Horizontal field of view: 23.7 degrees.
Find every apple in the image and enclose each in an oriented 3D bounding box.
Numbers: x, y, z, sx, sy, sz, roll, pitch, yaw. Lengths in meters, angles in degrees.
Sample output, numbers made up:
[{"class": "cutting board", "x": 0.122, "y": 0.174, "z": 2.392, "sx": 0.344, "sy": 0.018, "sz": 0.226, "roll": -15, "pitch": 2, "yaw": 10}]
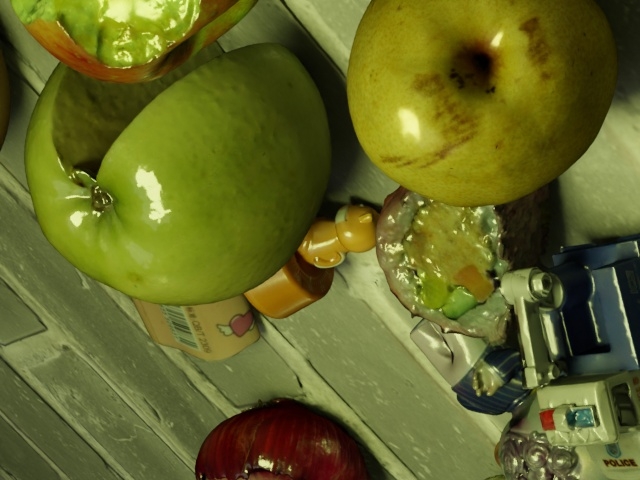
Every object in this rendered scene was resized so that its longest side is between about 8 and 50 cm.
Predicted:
[{"class": "apple", "x": -0.137, "y": -0.079, "z": 1.447, "sx": 0.292, "sy": 0.254, "sz": 0.292, "roll": 18, "pitch": 122, "yaw": 32}, {"class": "apple", "x": -0.158, "y": -0.259, "z": 1.262, "sx": 0.226, "sy": 0.246, "sz": 0.246, "roll": 51, "pitch": 150, "yaw": 0}]

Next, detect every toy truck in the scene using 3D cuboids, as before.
[{"class": "toy truck", "x": 0.257, "y": 0.105, "z": 1.321, "sx": 0.161, "sy": 0.177, "sz": 0.213, "roll": -14, "pitch": 90, "yaw": 51}]

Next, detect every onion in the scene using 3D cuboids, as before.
[{"class": "onion", "x": -0.042, "y": 0.301, "z": 1.970, "sx": 0.248, "sy": 0.161, "sz": 0.248, "roll": 29, "pitch": 159, "yaw": 12}]

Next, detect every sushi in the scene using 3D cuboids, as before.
[{"class": "sushi", "x": 0.127, "y": -0.022, "z": 1.396, "sx": 0.161, "sy": 0.107, "sz": 0.241, "roll": 19, "pitch": 136, "yaw": 32}]

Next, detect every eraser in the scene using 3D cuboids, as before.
[{"class": "eraser", "x": -0.185, "y": 0.015, "z": 1.820, "sx": 0.171, "sy": 0.087, "sz": 0.290, "roll": 15, "pitch": 143, "yaw": 31}]

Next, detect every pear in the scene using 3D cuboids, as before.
[{"class": "pear", "x": 0.123, "y": -0.124, "z": 1.176, "sx": 0.209, "sy": 0.209, "sz": 0.209, "roll": 28, "pitch": 148, "yaw": 19}]

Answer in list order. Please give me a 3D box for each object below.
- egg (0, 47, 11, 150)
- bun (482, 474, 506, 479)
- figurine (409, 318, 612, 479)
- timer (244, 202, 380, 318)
[{"class": "egg", "x": -0.480, "y": -0.174, "z": 1.728, "sx": 0.250, "sy": 0.250, "sz": 0.322, "roll": 28, "pitch": 143, "yaw": 19}, {"class": "bun", "x": 0.267, "y": 0.351, "z": 1.709, "sx": 0.239, "sy": 0.141, "sz": 0.239, "roll": 35, "pitch": 153, "yaw": 20}, {"class": "figurine", "x": 0.210, "y": 0.163, "z": 1.544, "sx": 0.194, "sy": 0.133, "sz": 0.274, "roll": -22, "pitch": 101, "yaw": 45}, {"class": "timer", "x": 0.000, "y": 0.000, "z": 1.585, "sx": 0.152, "sy": 0.132, "sz": 0.132, "roll": -19, "pitch": 120, "yaw": 29}]
